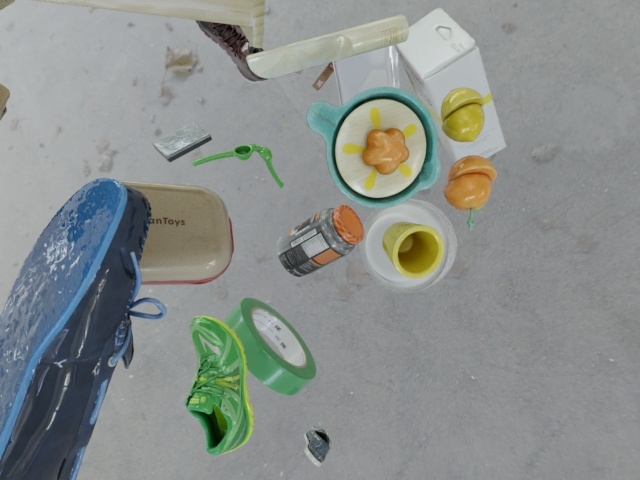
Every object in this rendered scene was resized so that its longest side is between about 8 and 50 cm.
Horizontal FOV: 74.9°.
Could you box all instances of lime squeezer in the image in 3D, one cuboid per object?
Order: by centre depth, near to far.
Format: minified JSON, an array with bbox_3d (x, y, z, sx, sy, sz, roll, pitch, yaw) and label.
[{"bbox_3d":[-0.208,-0.230,1.192,0.110,0.310,0.059,-43,57,32],"label":"lime squeezer"}]

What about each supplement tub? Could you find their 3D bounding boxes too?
[{"bbox_3d":[0.000,0.000,0.968,0.190,0.117,0.117,-29,69,31],"label":"supplement tub"}]

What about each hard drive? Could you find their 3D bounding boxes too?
[{"bbox_3d":[-0.381,-0.272,1.151,0.135,0.022,0.094,-36,55,-21],"label":"hard drive"}]

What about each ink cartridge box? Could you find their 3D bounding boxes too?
[{"bbox_3d":[0.392,-0.448,1.271,0.160,0.385,0.279,-29,46,14],"label":"ink cartridge box"}]

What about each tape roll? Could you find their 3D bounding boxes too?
[{"bbox_3d":[-0.151,0.318,1.281,0.077,0.321,0.321,-45,70,7],"label":"tape roll"}]

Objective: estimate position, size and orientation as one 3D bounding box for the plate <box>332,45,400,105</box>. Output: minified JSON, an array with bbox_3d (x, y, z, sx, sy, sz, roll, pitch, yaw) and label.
[{"bbox_3d":[0.167,-0.577,1.516,0.278,0.277,0.045,-30,44,-17],"label":"plate"}]

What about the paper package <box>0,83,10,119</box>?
[{"bbox_3d":[-0.961,-0.305,0.955,0.168,0.324,0.310,1,66,50],"label":"paper package"}]

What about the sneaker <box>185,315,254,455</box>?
[{"bbox_3d":[-0.220,0.303,0.878,0.109,0.123,0.296,-16,88,28],"label":"sneaker"}]

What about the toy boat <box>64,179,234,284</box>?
[{"bbox_3d":[-0.251,0.005,0.609,0.231,0.151,0.151,2,63,-26],"label":"toy boat"}]

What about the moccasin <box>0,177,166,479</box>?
[{"bbox_3d":[-0.260,0.104,0.441,0.137,0.117,0.342,22,86,35],"label":"moccasin"}]

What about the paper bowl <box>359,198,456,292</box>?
[{"bbox_3d":[0.249,0.016,1.256,0.284,0.148,0.284,3,95,32],"label":"paper bowl"}]

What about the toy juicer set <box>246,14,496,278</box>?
[{"bbox_3d":[0.098,-0.129,0.481,0.209,0.089,0.329,-38,110,-1],"label":"toy juicer set"}]

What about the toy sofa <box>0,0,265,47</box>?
[{"bbox_3d":[-0.249,-0.370,0.532,0.362,0.177,0.150,-3,39,-19],"label":"toy sofa"}]

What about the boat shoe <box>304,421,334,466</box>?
[{"bbox_3d":[-0.006,0.674,1.401,0.079,0.254,0.095,-43,77,-9],"label":"boat shoe"}]

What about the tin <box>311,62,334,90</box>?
[{"bbox_3d":[0.023,-0.652,1.632,0.040,0.189,0.106,42,76,-12],"label":"tin"}]

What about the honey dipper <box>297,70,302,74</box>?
[{"bbox_3d":[-0.136,-0.612,1.442,0.030,0.160,0.031,-19,68,58],"label":"honey dipper"}]

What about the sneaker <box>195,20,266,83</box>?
[{"bbox_3d":[-0.223,-0.547,1.120,0.106,0.281,0.162,-46,33,1],"label":"sneaker"}]
